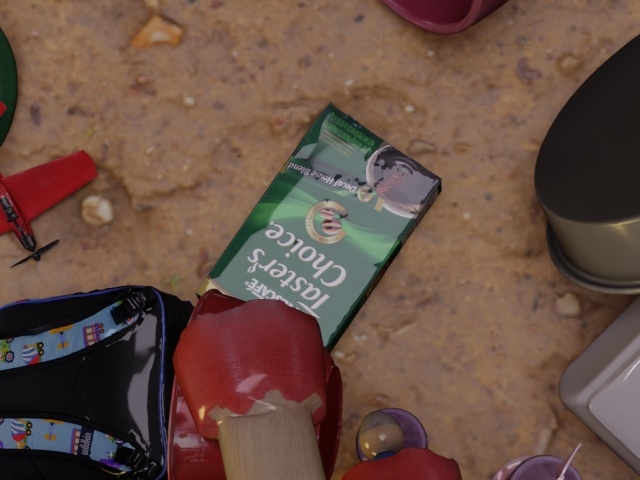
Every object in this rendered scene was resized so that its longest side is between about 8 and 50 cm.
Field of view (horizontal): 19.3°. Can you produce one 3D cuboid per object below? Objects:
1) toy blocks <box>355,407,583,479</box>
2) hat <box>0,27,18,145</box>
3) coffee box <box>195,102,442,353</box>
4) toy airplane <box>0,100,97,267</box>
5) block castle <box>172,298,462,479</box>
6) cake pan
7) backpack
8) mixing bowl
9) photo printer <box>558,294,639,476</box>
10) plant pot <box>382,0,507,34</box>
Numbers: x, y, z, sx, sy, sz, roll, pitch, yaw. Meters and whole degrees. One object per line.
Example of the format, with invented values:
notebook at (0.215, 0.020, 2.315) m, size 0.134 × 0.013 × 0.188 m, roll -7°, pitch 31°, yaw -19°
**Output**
toy blocks at (0.088, 0.268, 1.299) m, size 0.309 × 0.260 × 0.289 m, roll 26°, pitch 83°, yaw 6°
hat at (-0.369, -0.145, 1.506) m, size 0.208 × 0.183 × 0.173 m, roll 41°, pitch 81°, yaw -36°
coffee box at (0.000, 0.000, 1.458) m, size 0.113 × 0.040 × 0.184 m, roll 35°, pitch 84°, yaw 7°
toy airplane at (-0.252, -0.050, 1.461) m, size 0.151 × 0.028 × 0.151 m, roll -2°, pitch 104°, yaw -8°
block castle at (-0.144, 0.223, 1.156) m, size 0.453 × 0.303 × 0.213 m, roll -26°, pitch 52°, yaw 15°
cake pan at (0.273, -0.085, 1.345) m, size 0.293 × 0.293 × 0.054 m, roll -43°, pitch 115°, yaw -5°
backpack at (-0.177, 0.117, 1.407) m, size 0.173 × 0.117 × 0.158 m, roll -6°, pitch 79°, yaw 20°
mixing bowl at (-0.040, 0.129, 1.362) m, size 0.098 × 0.181 × 0.181 m, roll 4°, pitch 80°, yaw 10°
photo printer at (0.363, 0.122, 1.346) m, size 0.307 × 0.107 × 0.256 m, roll 43°, pitch 97°, yaw -11°
plant pot at (0.117, -0.286, 1.437) m, size 0.180 × 0.201 × 0.201 m, roll -36°, pitch 81°, yaw -20°
